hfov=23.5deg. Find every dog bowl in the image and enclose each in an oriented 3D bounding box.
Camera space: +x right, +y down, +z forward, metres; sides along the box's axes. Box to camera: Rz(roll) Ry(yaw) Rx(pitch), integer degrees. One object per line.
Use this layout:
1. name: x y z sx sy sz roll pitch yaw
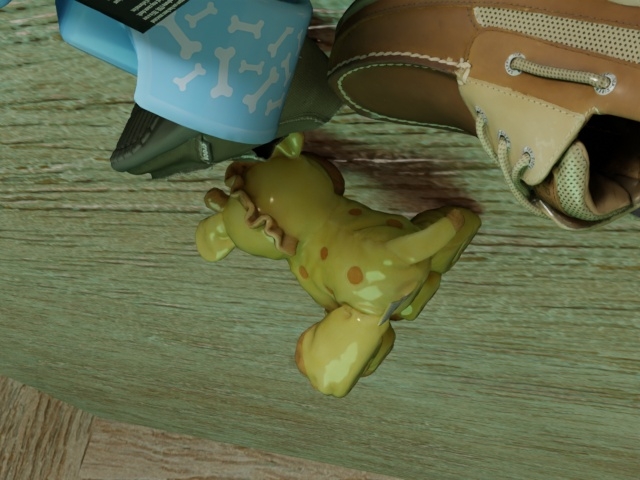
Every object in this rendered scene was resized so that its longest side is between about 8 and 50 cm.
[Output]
1. dog bowl: -0.135 -0.150 0.779 0.297 0.074 0.166 24 -162 -21

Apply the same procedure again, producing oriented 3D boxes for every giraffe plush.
1. giraffe plush: 0.000 0.000 1.153 0.170 0.181 0.210 38 179 10

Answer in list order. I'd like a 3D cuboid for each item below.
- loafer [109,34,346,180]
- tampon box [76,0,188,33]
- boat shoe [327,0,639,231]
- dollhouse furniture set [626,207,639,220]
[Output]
1. loafer: -0.065 -0.080 1.023 0.087 0.094 0.251 29 162 -22
2. tampon box: -0.110 -0.184 0.653 0.161 0.120 0.101 24 163 -23
3. boat shoe: 0.133 -0.071 0.774 0.324 0.120 0.122 4 160 41
4. dollhouse furniture set: 0.252 0.008 0.993 0.091 0.081 0.114 24 164 -22
